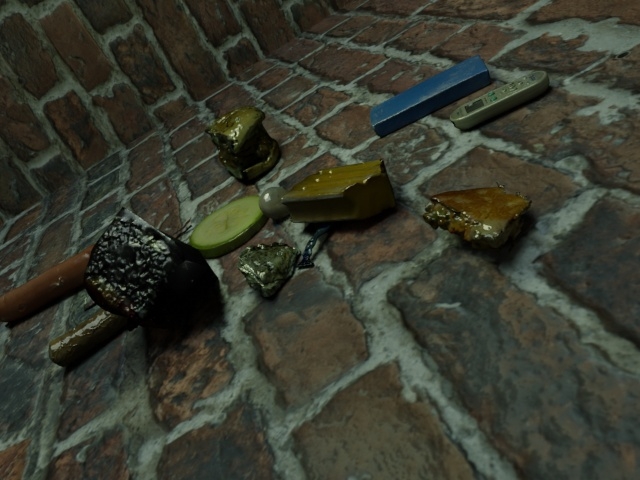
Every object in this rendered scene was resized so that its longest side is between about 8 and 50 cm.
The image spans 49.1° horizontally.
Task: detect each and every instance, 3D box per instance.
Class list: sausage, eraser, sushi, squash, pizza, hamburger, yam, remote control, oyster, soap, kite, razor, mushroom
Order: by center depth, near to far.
[{"bbox_3d":[0.266,-0.032,1.132,0.147,0.069,0.226,-16,23,-18],"label":"pizza"},{"bbox_3d":[-0.107,0.051,1.419,0.124,0.064,0.177,2,28,28],"label":"oyster"},{"bbox_3d":[-0.003,-0.003,1.427,0.044,0.028,0.155,-9,33,41],"label":"razor"},{"bbox_3d":[-0.363,0.077,1.445,0.212,0.227,0.215,-55,-2,-11],"label":"sushi"},{"bbox_3d":[0.056,-0.103,1.465,0.257,0.080,0.160,0,30,49],"label":"soap"},{"bbox_3d":[0.388,-0.301,1.517,0.221,0.042,0.078,-25,26,16],"label":"remote control"},{"bbox_3d":[-0.461,0.158,1.603,0.356,0.081,0.081,-37,25,-14],"label":"yam"},{"bbox_3d":[-0.106,-0.082,1.664,0.085,0.085,0.079,-49,-13,-33],"label":"mushroom"},{"bbox_3d":[-0.223,-0.038,1.736,0.219,0.041,0.219,-26,25,13],"label":"squash"},{"bbox_3d":[0.272,-0.363,1.768,0.311,0.043,0.144,-25,26,15],"label":"eraser"},{"bbox_3d":[-0.489,0.063,1.885,0.360,0.022,0.204,-31,24,10],"label":"kite"},{"bbox_3d":[-0.755,0.121,2.001,0.418,0.094,0.094,-28,43,10],"label":"sausage"},{"bbox_3d":[-0.219,-0.296,2.063,0.192,0.168,0.288,-39,25,-11],"label":"hamburger"}]
